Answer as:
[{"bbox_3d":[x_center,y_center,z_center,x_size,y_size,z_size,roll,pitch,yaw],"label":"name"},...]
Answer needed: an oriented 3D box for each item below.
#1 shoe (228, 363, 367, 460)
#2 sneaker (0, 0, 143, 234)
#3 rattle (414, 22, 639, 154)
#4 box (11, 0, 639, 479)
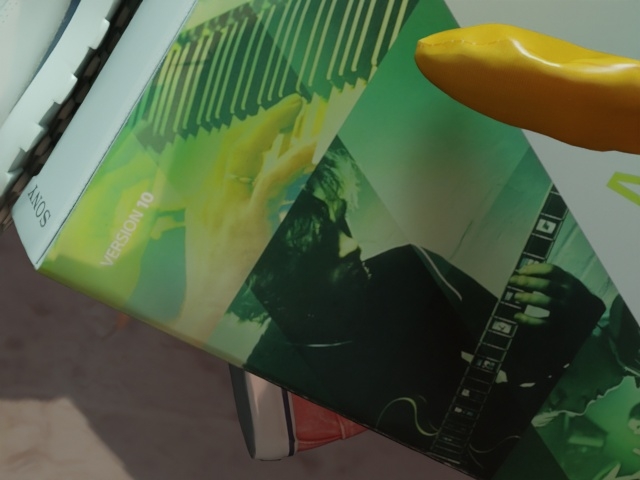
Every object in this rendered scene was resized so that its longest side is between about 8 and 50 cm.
[{"bbox_3d":[0.000,0.000,0.600,0.081,0.063,0.178,-12,115,-11],"label":"shoe"},{"bbox_3d":[-0.108,-0.097,0.536,0.095,0.090,0.235,26,107,-4],"label":"sneaker"},{"bbox_3d":[0.149,-0.098,0.472,0.143,0.130,0.199,35,105,22],"label":"rattle"},{"bbox_3d":[0.089,-0.028,0.549,0.322,0.058,0.232,27,100,-24],"label":"box"}]
